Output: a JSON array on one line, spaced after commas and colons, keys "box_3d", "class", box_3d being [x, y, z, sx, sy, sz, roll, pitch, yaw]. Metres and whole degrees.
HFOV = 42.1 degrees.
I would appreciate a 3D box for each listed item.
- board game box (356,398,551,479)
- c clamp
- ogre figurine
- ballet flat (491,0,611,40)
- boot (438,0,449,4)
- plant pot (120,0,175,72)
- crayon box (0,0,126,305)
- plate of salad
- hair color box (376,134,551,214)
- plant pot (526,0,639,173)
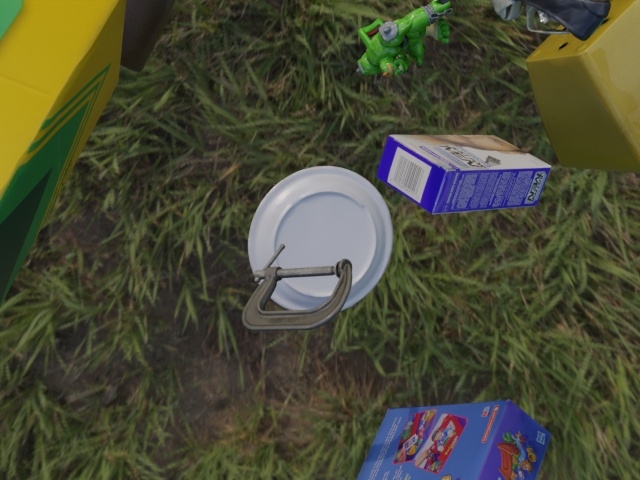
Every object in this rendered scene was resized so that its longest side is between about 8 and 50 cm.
[{"box_3d": [0.105, 0.357, 0.962, 0.078, 0.347, 0.233, 39, 151, -18], "class": "board game box"}, {"box_3d": [-0.025, 0.048, 0.925, 0.161, 0.137, 0.022, 0, 133, 42], "class": "c clamp"}, {"box_3d": [0.128, -0.321, 1.356, 0.118, 0.197, 0.097, -22, 99, -21], "class": "ogre figurine"}, {"box_3d": [0.249, -0.290, 0.996, 0.074, 0.203, 0.074, -29, 137, -30], "class": "ballet flat"}, {"box_3d": [0.071, -0.401, 0.874, 0.091, 0.229, 0.263, -30, 143, 5], "class": "boot"}, {"box_3d": [-0.288, -0.406, 1.227, 0.215, 0.215, 0.230, 37, 101, -14], "class": "plant pot"}, {"box_3d": [-0.325, -0.062, 0.410, 0.363, 0.313, 0.106, 20, 145, -5], "class": "crayon box"}, {"box_3d": [0.000, 0.000, 1.095, 0.200, 0.048, 0.200, -4, 104, -17], "class": "plate of salad"}, {"box_3d": [0.312, -0.148, 1.789, 0.339, 0.185, 0.110, -4, 121, -40], "class": "hair color box"}, {"box_3d": [0.432, -0.242, 1.215, 0.212, 0.212, 0.187, -44, 110, -9], "class": "plant pot"}]
